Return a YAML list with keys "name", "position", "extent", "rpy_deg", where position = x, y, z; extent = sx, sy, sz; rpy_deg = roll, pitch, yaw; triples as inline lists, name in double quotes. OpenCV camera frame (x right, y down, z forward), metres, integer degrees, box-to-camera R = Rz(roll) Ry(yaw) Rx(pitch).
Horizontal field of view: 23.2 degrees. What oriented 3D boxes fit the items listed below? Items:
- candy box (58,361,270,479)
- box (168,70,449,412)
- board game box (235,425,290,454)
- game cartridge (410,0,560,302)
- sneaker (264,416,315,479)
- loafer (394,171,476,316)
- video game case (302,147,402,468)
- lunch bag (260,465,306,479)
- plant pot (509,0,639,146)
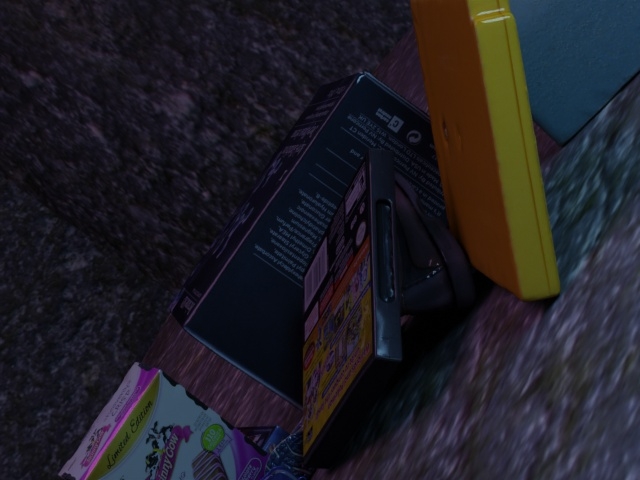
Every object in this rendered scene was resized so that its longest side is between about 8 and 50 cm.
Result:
- name: "candy box"
  position: [-0.160, 0.270, 1.786]
  extent: [0.071, 0.233, 0.159]
  rpy_deg: [6, 60, 58]
- name: "box"
  position: [0.000, 0.000, 2.060]
  extent: [0.395, 0.212, 0.293]
  rpy_deg: [-56, 9, -4]
- name: "board game box"
  position: [-0.112, 0.317, 2.002]
  extent: [0.165, 0.042, 0.243]
  rpy_deg: [-57, 9, -15]
- name: "game cartridge"
  position: [0.158, -0.105, 1.525]
  extent: [0.053, 0.285, 0.323]
  rpy_deg: [-12, 9, -6]
- name: "sneaker"
  position: [-0.016, 0.236, 1.806]
  extent: [0.135, 0.052, 0.058]
  rpy_deg: [-49, -3, -14]
- name: "loafer"
  position: [0.080, 0.003, 1.723]
  extent: [0.095, 0.109, 0.302]
  rpy_deg: [-20, 23, -7]
- name: "video game case"
  position: [0.030, 0.079, 1.675]
  extent: [0.275, 0.035, 0.248]
  rpy_deg: [118, 157, -55]
- name: "lunch bag"
  position: [-0.050, 0.289, 1.667]
  extent: [0.098, 0.067, 0.065]
  rpy_deg: [-44, 10, 10]
- name: "plant pot"
  position: [0.260, -0.311, 1.702]
  extent: [0.248, 0.252, 0.247]
  rpy_deg: [-47, 11, 40]
